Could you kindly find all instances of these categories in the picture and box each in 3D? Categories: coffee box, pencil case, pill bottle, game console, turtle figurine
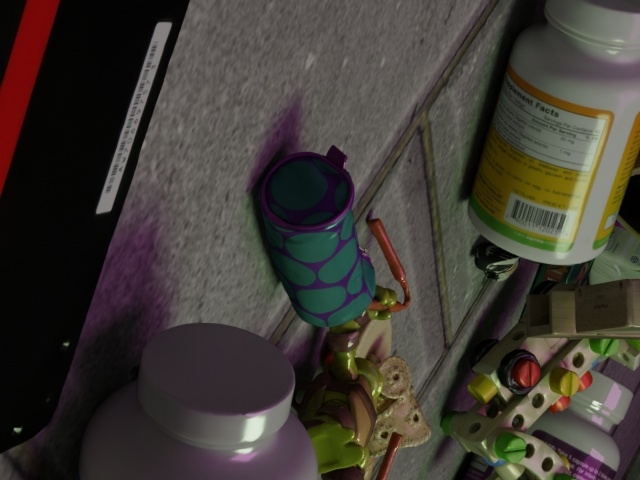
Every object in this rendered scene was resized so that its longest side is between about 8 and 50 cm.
[{"bbox_3d":[0.301,0.024,1.933,0.113,0.040,0.184,-22,134,-62],"label":"coffee box"},{"bbox_3d":[0.000,0.000,1.115,0.070,0.064,0.151,-42,155,-14],"label":"pencil case"},{"bbox_3d":[0.268,0.297,1.983,0.301,0.169,0.169,-63,160,-5],"label":"pill bottle"},{"bbox_3d":[0.226,-0.114,1.441,0.136,0.136,0.245,-36,146,-53],"label":"pill bottle"},{"bbox_3d":[-0.163,-0.053,0.679,0.386,0.060,0.342,-70,165,15],"label":"game console"},{"bbox_3d":[0.017,0.132,1.263,0.217,0.087,0.269,-68,162,-68],"label":"turtle figurine"},{"bbox_3d":[-0.084,0.184,0.998,0.146,0.146,0.264,-37,147,-53],"label":"pill bottle"}]

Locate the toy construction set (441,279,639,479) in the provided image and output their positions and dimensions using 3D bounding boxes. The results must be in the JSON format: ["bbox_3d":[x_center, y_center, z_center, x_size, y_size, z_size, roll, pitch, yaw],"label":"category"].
[{"bbox_3d":[0.265,0.171,1.803,0.327,0.151,0.215,-50,120,-31],"label":"toy construction set"}]

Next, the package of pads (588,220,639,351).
[{"bbox_3d":[0.463,0.002,2.230,0.229,0.101,0.296,-56,159,-19],"label":"package of pads"}]

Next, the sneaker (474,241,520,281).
[{"bbox_3d":[0.182,0.025,1.639,0.109,0.040,0.043,-11,126,-66],"label":"sneaker"}]

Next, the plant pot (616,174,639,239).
[{"bbox_3d":[0.423,-0.114,1.817,0.293,0.275,0.274,-1,116,-86],"label":"plant pot"}]

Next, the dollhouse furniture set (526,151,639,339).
[{"bbox_3d":[0.339,-0.085,1.586,0.303,0.174,0.355,159,-68,-69],"label":"dollhouse furniture set"}]

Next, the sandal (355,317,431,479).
[{"bbox_3d":[0.063,0.168,1.448,0.088,0.079,0.240,-42,150,-48],"label":"sandal"}]
